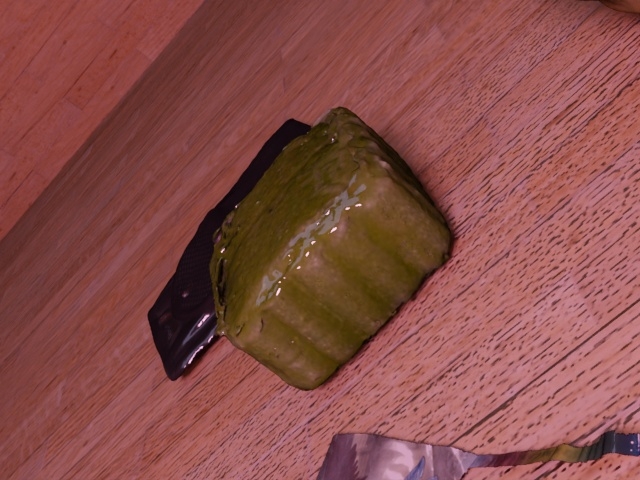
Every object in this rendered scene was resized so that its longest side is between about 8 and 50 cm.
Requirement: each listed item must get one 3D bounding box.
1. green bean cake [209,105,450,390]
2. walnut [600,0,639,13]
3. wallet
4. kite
[{"bbox_3d":[0.000,0.000,0.755,0.200,0.113,0.214,-49,23,10],"label":"green bean cake"},{"bbox_3d":[0.225,-0.289,0.556,0.277,0.282,0.253,-13,70,58],"label":"walnut"},{"bbox_3d":[-0.098,-0.004,1.036,0.323,0.041,0.247,-51,25,-1],"label":"wallet"},{"bbox_3d":[0.065,0.184,0.510,0.310,0.015,0.169,-23,37,53],"label":"kite"}]
